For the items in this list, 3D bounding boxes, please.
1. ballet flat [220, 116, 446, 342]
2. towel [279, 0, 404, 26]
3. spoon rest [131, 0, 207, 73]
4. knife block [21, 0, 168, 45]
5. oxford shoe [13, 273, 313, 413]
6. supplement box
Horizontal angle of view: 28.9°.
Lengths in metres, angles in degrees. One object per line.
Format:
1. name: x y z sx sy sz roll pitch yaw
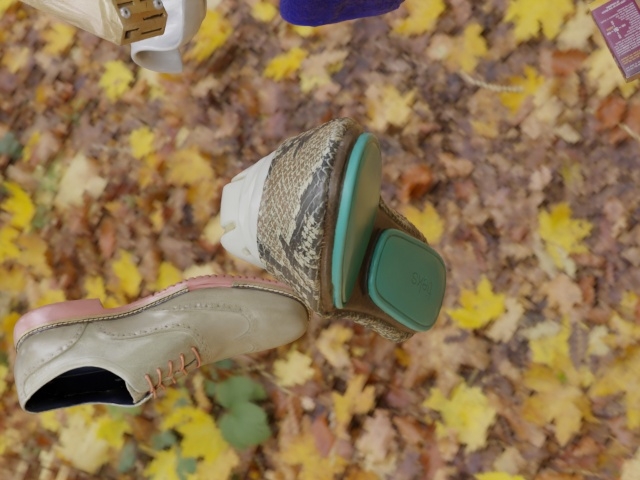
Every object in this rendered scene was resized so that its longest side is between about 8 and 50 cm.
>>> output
1. ballet flat: 0.000 0.000 1.242 0.182 0.483 0.164 12 79 18
2. towel: 0.060 -0.446 1.892 0.227 0.308 0.076 -17 64 -15
3. spoon rest: -0.208 -0.293 1.646 0.276 0.084 0.137 128 129 -69
4. knife block: -0.342 -0.330 1.522 0.242 0.088 0.276 -23 94 37
5. oxford shoe: -0.200 0.149 1.609 0.397 0.140 0.146 -12 46 2
6. supplement box: 0.301 -0.203 1.224 0.043 0.055 0.083 -28 84 12
